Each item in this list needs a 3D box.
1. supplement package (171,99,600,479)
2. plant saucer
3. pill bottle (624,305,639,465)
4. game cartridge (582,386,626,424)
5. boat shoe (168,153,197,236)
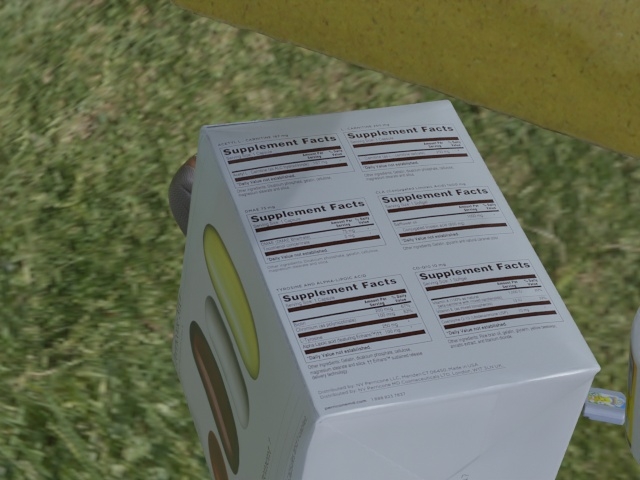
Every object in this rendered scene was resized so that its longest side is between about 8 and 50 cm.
[{"bbox_3d":[0.021,0.066,0.856,0.149,0.194,0.203,-7,47,-18],"label":"supplement package"},{"bbox_3d":[0.141,-0.189,0.709,0.332,0.333,0.081,-47,143,-30],"label":"plant saucer"},{"bbox_3d":[0.305,0.106,1.276,0.117,0.215,0.117,-4,55,6],"label":"pill bottle"},{"bbox_3d":[0.343,0.198,1.923,0.056,0.083,0.017,13,106,3],"label":"game cartridge"},{"bbox_3d":[0.000,0.000,1.558,0.324,0.123,0.116,31,55,-20],"label":"boat shoe"}]
